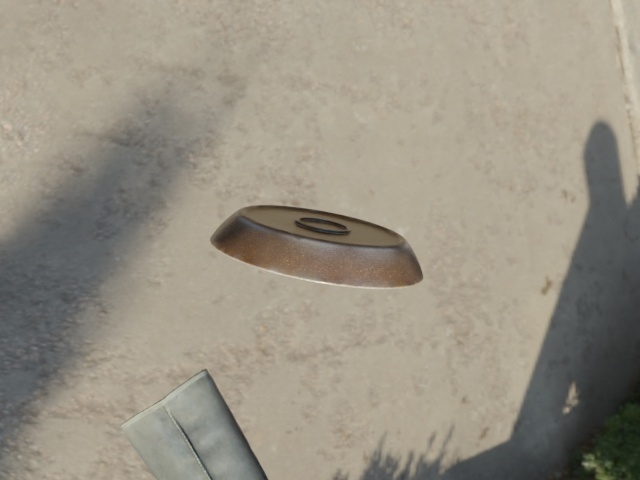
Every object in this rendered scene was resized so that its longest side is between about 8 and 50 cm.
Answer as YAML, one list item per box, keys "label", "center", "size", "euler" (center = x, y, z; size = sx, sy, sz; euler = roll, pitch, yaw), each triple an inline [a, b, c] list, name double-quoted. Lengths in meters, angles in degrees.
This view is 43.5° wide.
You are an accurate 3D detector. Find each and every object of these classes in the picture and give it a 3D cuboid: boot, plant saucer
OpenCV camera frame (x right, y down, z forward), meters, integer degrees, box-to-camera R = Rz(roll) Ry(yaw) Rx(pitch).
- label: "boot"
  center: [-0.060, 0.212, 0.730]
  size: [0.190, 0.076, 0.208]
  euler: [-28, 77, 4]
- label: "plant saucer"
  center: [0.000, 0.000, 0.624]
  size: [0.168, 0.168, 0.029]
  euler: [3, 104, -39]
